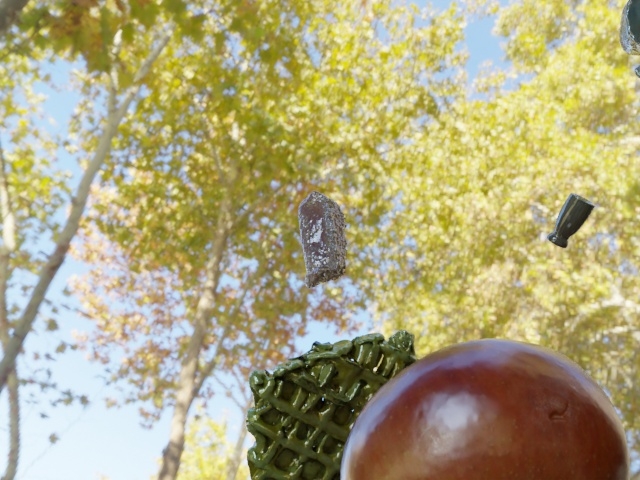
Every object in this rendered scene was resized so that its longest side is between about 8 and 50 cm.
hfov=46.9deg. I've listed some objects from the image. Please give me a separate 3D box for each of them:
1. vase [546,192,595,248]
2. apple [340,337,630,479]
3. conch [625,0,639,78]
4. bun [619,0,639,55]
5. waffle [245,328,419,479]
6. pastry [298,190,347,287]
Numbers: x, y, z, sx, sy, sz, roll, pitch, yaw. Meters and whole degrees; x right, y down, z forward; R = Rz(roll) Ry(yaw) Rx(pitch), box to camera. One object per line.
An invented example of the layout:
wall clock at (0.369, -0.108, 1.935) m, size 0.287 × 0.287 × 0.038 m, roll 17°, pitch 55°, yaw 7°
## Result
vase at (0.478, -0.037, 1.417) m, size 0.053 × 0.053 × 0.101 m, roll 25°, pitch -71°, yaw -6°
apple at (0.154, 0.221, 0.703) m, size 0.271 × 0.206 × 0.252 m, roll -11°, pitch -49°, yaw -5°
conch at (0.362, -0.168, 0.638) m, size 0.220 × 0.195 × 0.277 m, roll 17°, pitch -46°, yaw 57°
bun at (0.499, -0.307, 1.008) m, size 0.166 × 0.173 × 0.114 m, roll 7°, pitch -73°, yaw 17°
waffle at (0.048, 0.285, 1.069) m, size 0.316 × 0.298 × 0.073 m, roll -14°, pitch 7°, yaw -8°
pastry at (0.008, 0.009, 1.699) m, size 0.102 × 0.265 × 0.112 m, roll -26°, pitch -47°, yaw 29°
